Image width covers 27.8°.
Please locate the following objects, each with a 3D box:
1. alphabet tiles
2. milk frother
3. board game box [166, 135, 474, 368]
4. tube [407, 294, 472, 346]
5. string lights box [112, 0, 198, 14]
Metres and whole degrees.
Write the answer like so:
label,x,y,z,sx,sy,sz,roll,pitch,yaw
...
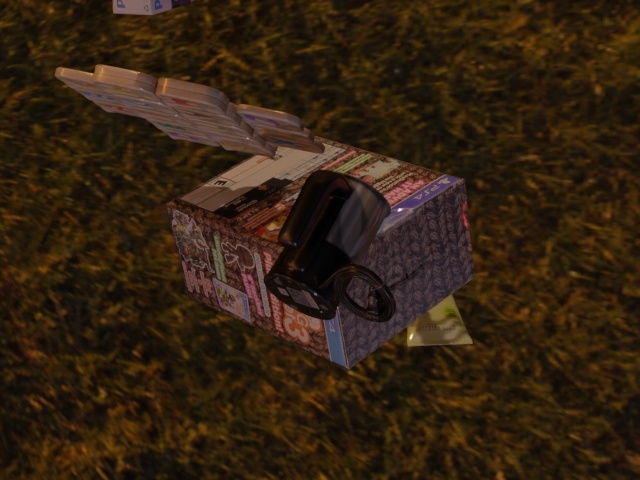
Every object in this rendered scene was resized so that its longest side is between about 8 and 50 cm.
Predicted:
label,x,y,z,sx,sy,sz,roll,pitch,yaw
alphabet tiles,-0.141,-0.137,1.425,0.278,0.284,0.021,13,85,12
milk frother,0.034,0.009,1.317,0.143,0.129,0.135,24,69,12
board game box,0.000,0.000,1.578,0.232,0.291,0.141,-32,126,-34
tube,0.158,0.074,1.893,0.070,0.240,0.062,-35,122,19
string lights box,-0.190,-0.409,1.829,0.260,0.077,0.133,-32,124,-50
